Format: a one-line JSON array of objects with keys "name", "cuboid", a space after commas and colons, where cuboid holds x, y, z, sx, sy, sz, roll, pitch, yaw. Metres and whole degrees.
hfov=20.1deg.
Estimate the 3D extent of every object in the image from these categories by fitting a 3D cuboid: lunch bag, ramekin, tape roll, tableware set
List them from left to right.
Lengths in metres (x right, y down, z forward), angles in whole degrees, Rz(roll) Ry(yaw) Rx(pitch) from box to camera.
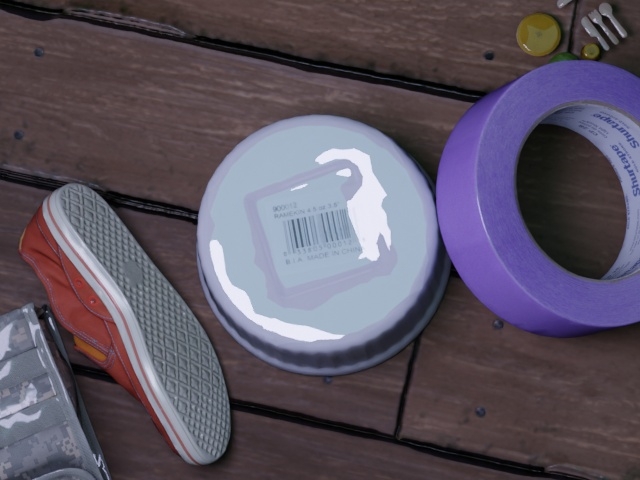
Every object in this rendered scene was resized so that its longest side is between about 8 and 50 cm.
[{"name": "lunch bag", "cuboid": [-0.345, 0.239, 1.865, 0.235, 0.169, 0.287, -22, 89, -3]}, {"name": "ramekin", "cuboid": [0.000, 0.000, 1.889, 0.277, 0.135, 0.277, -1, 82, 4]}, {"name": "tableware set", "cuboid": [0.252, -0.248, 1.966, 0.104, 0.024, 0.154, -37, 82, 1]}, {"name": "tape roll", "cuboid": [0.259, -0.042, 1.843, 0.274, 0.090, 0.275, 5, 77, -23]}]

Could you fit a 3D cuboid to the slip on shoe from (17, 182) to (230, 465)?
[{"name": "slip on shoe", "cuboid": [-0.206, 0.098, 1.912, 0.101, 0.123, 0.331, -37, 85, 30]}]
